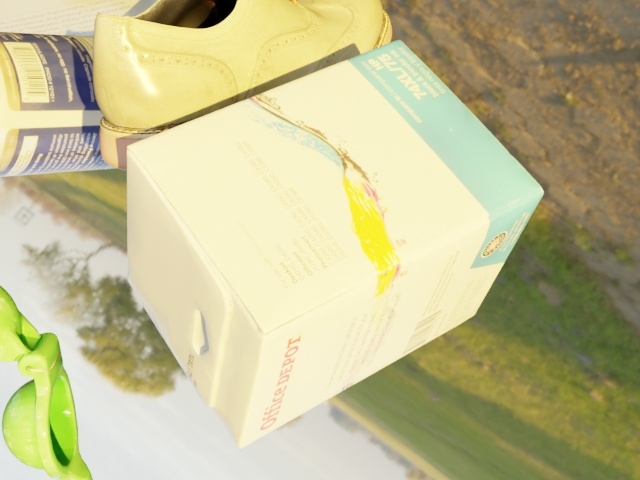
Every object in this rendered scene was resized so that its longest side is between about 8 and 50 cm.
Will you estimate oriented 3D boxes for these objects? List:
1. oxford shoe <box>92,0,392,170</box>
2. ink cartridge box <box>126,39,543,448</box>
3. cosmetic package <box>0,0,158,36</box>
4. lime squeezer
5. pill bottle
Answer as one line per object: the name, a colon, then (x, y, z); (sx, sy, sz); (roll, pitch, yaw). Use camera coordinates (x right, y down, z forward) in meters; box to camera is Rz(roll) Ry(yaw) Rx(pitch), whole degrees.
oxford shoe: (-0.052, -0.198, 0.888); (0.140, 0.397, 0.147); (12, 122, 30)
ink cartridge box: (0.000, 0.000, 0.794); (0.197, 0.270, 0.198); (52, 151, 24)
cosmetic package: (-0.351, -0.415, 1.095); (0.327, 0.330, 0.393); (-7, 170, 12)
lime squeezer: (-0.171, 0.088, 0.468); (0.310, 0.110, 0.059); (47, 172, -16)
pill bottle: (-0.281, -0.152, 1.051); (0.264, 0.153, 0.153); (-8, -150, -45)
